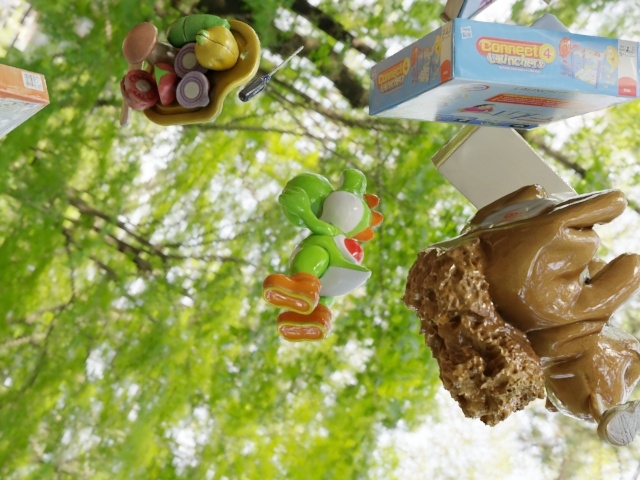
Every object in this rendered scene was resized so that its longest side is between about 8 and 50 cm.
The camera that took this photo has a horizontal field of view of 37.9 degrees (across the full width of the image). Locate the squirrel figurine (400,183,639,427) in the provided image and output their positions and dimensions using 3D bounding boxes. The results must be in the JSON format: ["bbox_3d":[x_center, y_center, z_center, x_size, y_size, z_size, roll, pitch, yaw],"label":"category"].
[{"bbox_3d":[0.334,0.142,1.478,0.397,0.370,0.281,-25,-168,-20],"label":"squirrel figurine"}]

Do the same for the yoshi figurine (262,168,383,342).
[{"bbox_3d":[-0.024,0.002,1.758,0.204,0.203,0.362,-35,-155,47],"label":"yoshi figurine"}]

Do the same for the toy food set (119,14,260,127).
[{"bbox_3d":[-0.173,-0.200,1.056,0.218,0.071,0.128,-2,-110,36],"label":"toy food set"}]

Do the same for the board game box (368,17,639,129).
[{"bbox_3d":[0.272,-0.246,1.442,0.302,0.309,0.086,171,-80,-70],"label":"board game box"}]

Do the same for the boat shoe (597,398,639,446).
[{"bbox_3d":[0.413,0.256,1.299,0.045,0.135,0.050,-16,-96,40],"label":"boat shoe"}]

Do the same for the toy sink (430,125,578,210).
[{"bbox_3d":[0.347,-0.120,1.774,0.153,0.234,0.131,-46,-172,11],"label":"toy sink"}]

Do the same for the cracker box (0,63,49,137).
[{"bbox_3d":[-0.652,-0.252,1.771,0.232,0.156,0.067,-26,-109,31],"label":"cracker box"}]

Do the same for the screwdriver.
[{"bbox_3d":[-0.073,-0.265,1.480,0.024,0.025,0.170,-7,-153,46],"label":"screwdriver"}]

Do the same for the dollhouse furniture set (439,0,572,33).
[{"bbox_3d":[0.434,-0.445,1.816,0.286,0.303,0.198,-38,169,-16],"label":"dollhouse furniture set"}]
